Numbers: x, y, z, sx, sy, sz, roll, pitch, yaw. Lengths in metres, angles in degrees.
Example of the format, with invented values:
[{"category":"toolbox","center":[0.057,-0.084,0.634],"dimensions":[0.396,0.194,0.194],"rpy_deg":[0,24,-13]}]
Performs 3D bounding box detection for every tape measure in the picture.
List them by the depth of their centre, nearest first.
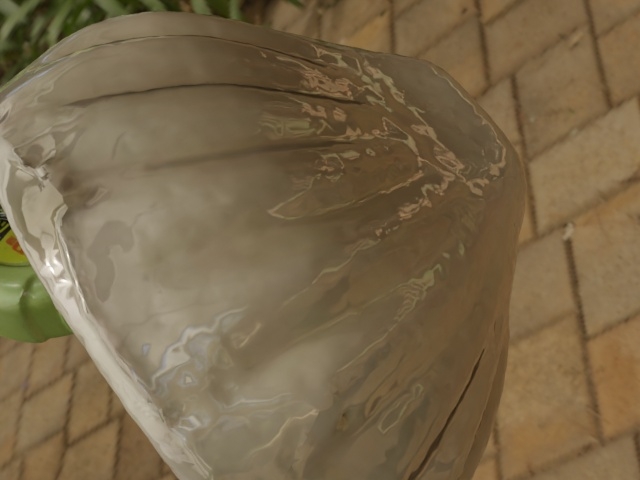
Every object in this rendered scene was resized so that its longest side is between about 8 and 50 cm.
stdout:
[{"category":"tape measure","center":[-0.218,-0.006,0.903],"dimensions":[0.200,0.106,0.175],"rpy_deg":[22,63,14]}]

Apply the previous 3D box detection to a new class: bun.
[{"category":"bun","center":[0.000,0.000,0.484],"dimensions":[0.175,0.263,0.263],"rpy_deg":[-34,34,2]}]
